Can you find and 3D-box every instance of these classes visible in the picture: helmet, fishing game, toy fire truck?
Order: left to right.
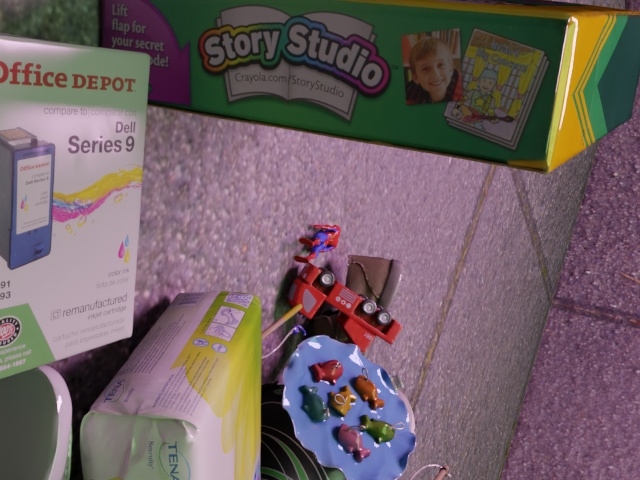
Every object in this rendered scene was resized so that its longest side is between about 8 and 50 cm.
[{"bbox_3d":[-0.019,0.253,0.929,0.169,0.161,0.169,-35,132,-53],"label":"helmet"},{"bbox_3d":[0.027,0.130,0.991,0.135,0.192,0.047,-56,-169,-2],"label":"toy fire truck"},{"bbox_3d":[0.039,0.180,0.888,0.041,0.264,0.189,-46,169,33],"label":"fishing game"}]

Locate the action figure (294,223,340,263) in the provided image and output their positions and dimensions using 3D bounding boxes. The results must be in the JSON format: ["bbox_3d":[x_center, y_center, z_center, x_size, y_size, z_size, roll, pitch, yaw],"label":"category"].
[{"bbox_3d":[0.000,0.000,1.005,0.115,0.030,0.038,-23,127,-64],"label":"action figure"}]

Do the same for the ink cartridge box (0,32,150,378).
[{"bbox_3d":[-0.201,-0.028,0.532,0.154,0.093,0.212,-12,110,-60],"label":"ink cartridge box"}]

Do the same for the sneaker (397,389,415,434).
[{"bbox_3d":[0.062,0.305,1.189,0.262,0.099,0.121,-54,141,-40],"label":"sneaker"}]

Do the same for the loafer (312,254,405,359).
[{"bbox_3d":[0.025,0.129,1.069,0.094,0.087,0.251,61,54,-88],"label":"loafer"}]

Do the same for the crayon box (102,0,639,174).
[{"bbox_3d":[0.059,-0.155,0.678,0.313,0.363,0.106,-27,125,-57],"label":"crayon box"}]

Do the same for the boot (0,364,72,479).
[{"bbox_3d":[-0.226,0.214,0.614,0.123,0.095,0.258,16,92,-73],"label":"boot"}]

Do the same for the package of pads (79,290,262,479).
[{"bbox_3d":[-0.121,0.221,0.720,0.229,0.101,0.296,-67,159,-67],"label":"package of pads"}]
